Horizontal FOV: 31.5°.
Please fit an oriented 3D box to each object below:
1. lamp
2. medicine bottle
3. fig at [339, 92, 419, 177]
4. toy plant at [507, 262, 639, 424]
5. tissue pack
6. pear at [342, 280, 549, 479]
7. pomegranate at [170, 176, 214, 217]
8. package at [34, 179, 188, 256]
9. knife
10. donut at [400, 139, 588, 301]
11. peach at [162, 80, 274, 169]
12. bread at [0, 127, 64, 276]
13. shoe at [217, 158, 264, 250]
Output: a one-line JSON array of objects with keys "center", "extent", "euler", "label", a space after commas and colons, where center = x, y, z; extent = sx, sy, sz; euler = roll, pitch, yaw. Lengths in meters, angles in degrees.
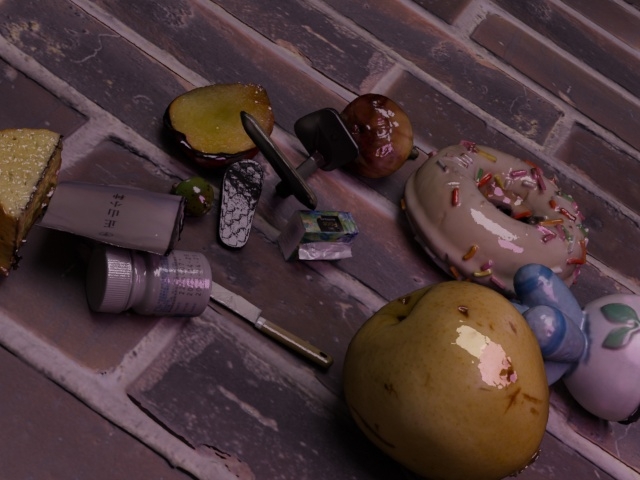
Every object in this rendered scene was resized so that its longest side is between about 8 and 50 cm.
[{"center": [-0.054, -0.171, 2.011], "extent": [0.203, 0.124, 0.283], "euler": [58, 31, -11], "label": "lamp"}, {"center": [-0.256, 0.062, 1.700], "extent": [0.168, 0.105, 0.105], "euler": [6, 46, -29], "label": "medicine bottle"}, {"center": [0.136, -0.189, 2.193], "extent": [0.230, 0.143, 0.160], "euler": [12, 73, -33], "label": "fig"}, {"center": [0.396, 0.168, 1.943], "extent": [0.332, 0.247, 0.247], "euler": [16, 41, -9], "label": "toy plant"}, {"center": [-0.001, 0.001, 1.945], "extent": [0.111, 0.085, 0.079], "euler": [2, 49, -33], "label": "tissue pack"}, {"center": [0.193, 0.212, 1.695], "extent": [0.309, 0.309, 0.309], "euler": [18, 41, -16], "label": "pear"}, {"center": [-0.220, -0.071, 1.897], "extent": [0.084, 0.073, 0.073], "euler": [-1, 36, 18], "label": "pomegranate"}, {"center": [-0.313, -0.031, 1.736], "extent": [0.203, 0.062, 0.251], "euler": [10, 20, -3], "label": "package"}, {"center": [-0.107, 0.117, 1.808], "extent": [0.297, 0.017, 0.047], "euler": [30, 37, 3], "label": "knife"}, {"center": [0.341, -0.044, 2.150], "extent": [0.382, 0.142, 0.383], "euler": [19, 36, -15], "label": "donut"}, {"center": [-0.180, -0.206, 2.059], "extent": [0.189, 0.068, 0.279], "euler": [32, 40, 11], "label": "peach"}, {"center": [-0.473, -0.075, 1.684], "extent": [0.134, 0.129, 0.260], "euler": [16, 40, -8], "label": "bread"}, {"center": [-0.145, -0.057, 1.946], "extent": [0.071, 0.049, 0.179], "euler": [15, 61, -12], "label": "shoe"}]
